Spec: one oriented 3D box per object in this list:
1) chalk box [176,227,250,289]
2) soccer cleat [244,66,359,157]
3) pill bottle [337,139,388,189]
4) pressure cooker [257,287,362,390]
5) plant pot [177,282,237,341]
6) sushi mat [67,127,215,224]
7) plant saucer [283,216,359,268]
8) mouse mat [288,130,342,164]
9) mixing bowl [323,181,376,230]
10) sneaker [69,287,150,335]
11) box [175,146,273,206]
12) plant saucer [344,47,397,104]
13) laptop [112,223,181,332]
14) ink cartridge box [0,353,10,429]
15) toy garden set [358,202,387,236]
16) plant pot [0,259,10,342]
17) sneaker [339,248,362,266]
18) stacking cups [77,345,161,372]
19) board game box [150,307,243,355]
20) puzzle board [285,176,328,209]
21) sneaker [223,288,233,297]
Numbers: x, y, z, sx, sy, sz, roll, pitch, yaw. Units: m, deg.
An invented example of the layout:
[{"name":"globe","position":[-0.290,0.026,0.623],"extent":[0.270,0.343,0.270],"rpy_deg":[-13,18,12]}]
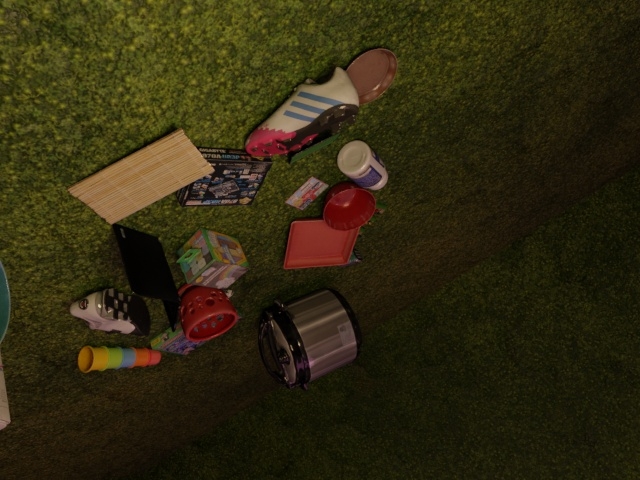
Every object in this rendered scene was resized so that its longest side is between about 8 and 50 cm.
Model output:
[{"name":"chalk box","position":[-0.354,0.056,1.464],"extent":[0.132,0.132,0.213],"rpy_deg":[-39,150,19]},{"name":"soccer cleat","position":[-0.053,-0.315,1.171],"extent":[0.331,0.143,0.116],"rpy_deg":[-17,166,28]},{"name":"pill bottle","position":[0.141,-0.228,1.474],"extent":[0.112,0.112,0.187],"rpy_deg":[-38,150,15]},{"name":"pressure cooker","position":[-0.073,0.434,2.092],"extent":[0.421,0.369,0.375],"rpy_deg":[-20,147,-24]},{"name":"plant pot","position":[-0.410,0.238,1.660],"extent":[0.191,0.174,0.191],"rpy_deg":[-22,151,-13]},{"name":"sushi mat","position":[-0.426,-0.146,1.123],"extent":[0.317,0.019,0.151],"rpy_deg":[-26,145,7]},{"name":"plant saucer","position":[0.000,0.000,1.720],"extent":[0.259,0.047,0.258],"rpy_deg":[-3,139,-16]},{"name":"mouse mat","position":[-0.018,-0.254,1.290],"extent":[0.153,0.007,0.190],"rpy_deg":[-28,-173,-4]},{"name":"mixing bowl","position":[0.085,-0.130,1.575],"extent":[0.182,0.098,0.181],"rpy_deg":[-10,135,-11]},{"name":"sneaker","position":[-0.670,0.238,1.510],"extent":[0.146,0.122,0.330],"rpy_deg":[-12,153,5]},{"name":"box","position":[-0.259,-0.168,1.266],"extent":[0.220,0.051,0.175],"rpy_deg":[-5,144,-38]},{"name":"plant saucer","position":[0.121,-0.429,1.215],"extent":[0.169,0.029,0.168],"rpy_deg":[-22,151,-13]},{"name":"laptop","position":[-0.492,0.113,1.317],"extent":[0.137,0.234,0.264],"rpy_deg":[-9,146,-31]},{"name":"ink cartridge box","position":[-0.978,0.379,1.225],"extent":[0.226,0.306,0.131],"rpy_deg":[-25,152,-10]},{"name":"toy garden set","position":[0.125,-0.053,1.813],"extent":[0.204,0.049,0.244],"rpy_deg":[5,136,-47]},{"name":"plant pot","position":[-0.871,0.134,1.002],"extent":[0.256,0.271,0.271],"rpy_deg":[-7,148,-8]},{"name":"sneaker","position":[0.087,0.080,1.966],"extent":[0.098,0.083,0.224],"rpy_deg":[-37,152,24]},{"name":"stacking cups","position":[-0.748,0.441,1.782],"extent":[0.096,0.096,0.316],"rpy_deg":[-41,153,20]},{"name":"board game box","position":[-0.502,0.363,1.917],"extent":[0.317,0.046,0.213],"rpy_deg":[-33,151,7]},{"name":"puzzle board","position":[-0.043,-0.152,1.535],"extent":[0.128,0.011,0.096],"rpy_deg":[-41,150,20]},{"name":"sneaker","position":[-0.373,0.204,1.791],"extent":[0.083,0.031,0.037],"rpy_deg":[-18,150,-22]}]
